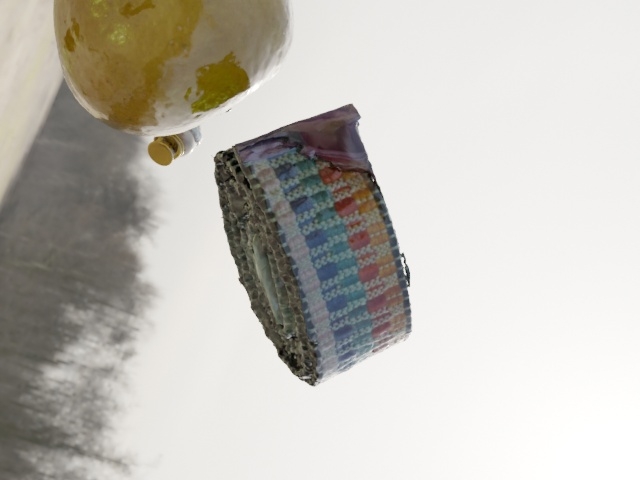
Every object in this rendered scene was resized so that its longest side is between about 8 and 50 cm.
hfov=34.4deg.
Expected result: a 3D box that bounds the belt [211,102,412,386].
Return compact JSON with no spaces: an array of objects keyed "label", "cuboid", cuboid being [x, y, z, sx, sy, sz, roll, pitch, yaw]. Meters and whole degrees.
[{"label":"belt","cuboid":[0.000,0.000,1.129,0.207,0.160,0.295,25,-45,64]}]

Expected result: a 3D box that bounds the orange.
[{"label":"orange","cuboid":[-0.166,-0.244,1.149,0.279,0.235,0.279,-28,-169,6]}]

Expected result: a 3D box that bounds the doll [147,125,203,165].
[{"label":"doll","cuboid":[-0.232,-0.169,1.670,0.084,0.073,0.127,-38,-167,46]}]
